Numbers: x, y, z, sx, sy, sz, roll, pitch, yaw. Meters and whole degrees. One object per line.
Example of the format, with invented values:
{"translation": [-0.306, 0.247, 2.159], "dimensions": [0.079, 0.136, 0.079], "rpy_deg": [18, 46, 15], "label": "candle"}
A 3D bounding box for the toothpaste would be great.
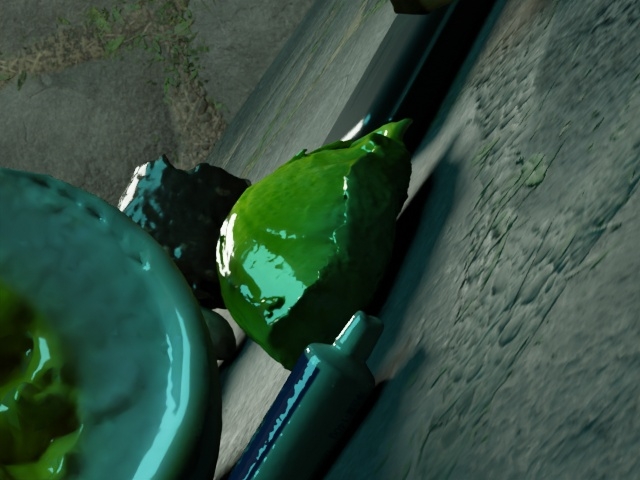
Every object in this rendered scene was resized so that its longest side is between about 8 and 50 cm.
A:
{"translation": [-0.039, 0.158, 1.039], "dimensions": [0.268, 0.047, 0.069], "rpy_deg": [-59, 21, 8], "label": "toothpaste"}

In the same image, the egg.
{"translation": [-0.256, 0.161, 1.296], "dimensions": [0.354, 0.354, 0.340], "rpy_deg": [-61, -6, -25], "label": "egg"}

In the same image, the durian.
{"translation": [0.000, 0.000, 1.232], "dimensions": [0.139, 0.101, 0.250], "rpy_deg": [-13, 28, 21], "label": "durian"}

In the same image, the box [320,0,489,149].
{"translation": [0.071, -0.141, 1.485], "dimensions": [0.230, 0.050, 0.160], "rpy_deg": [-61, 9, -30], "label": "box"}

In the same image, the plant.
{"translation": [-0.138, 0.063, 1.620], "dimensions": [0.146, 0.149, 0.274], "rpy_deg": [55, -140, -55], "label": "plant"}

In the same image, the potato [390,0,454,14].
{"translation": [0.124, -0.333, 1.301], "dimensions": [0.242, 0.242, 0.285], "rpy_deg": [137, 130, -57], "label": "potato"}
